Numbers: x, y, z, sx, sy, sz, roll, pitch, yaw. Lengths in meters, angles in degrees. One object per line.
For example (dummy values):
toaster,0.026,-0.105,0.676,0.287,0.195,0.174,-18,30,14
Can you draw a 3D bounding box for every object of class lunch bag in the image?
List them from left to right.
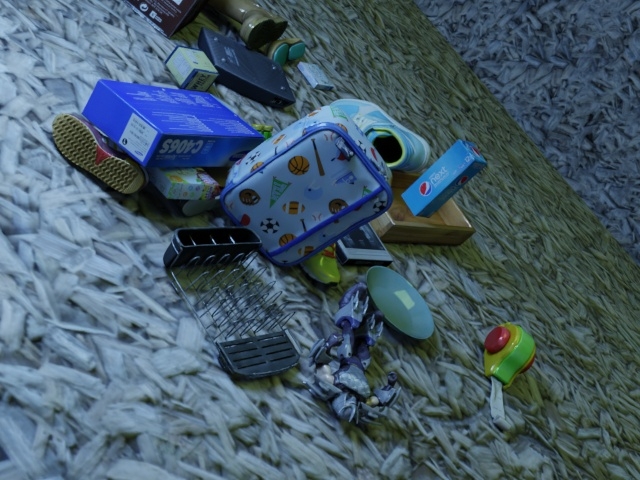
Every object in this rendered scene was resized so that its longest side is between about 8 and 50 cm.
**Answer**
lunch bag,-0.016,-0.095,1.529,0.243,0.303,0.115,50,23,-25

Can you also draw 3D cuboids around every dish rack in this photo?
dish rack,-0.134,0.102,1.370,0.208,0.074,0.271,-4,55,-54

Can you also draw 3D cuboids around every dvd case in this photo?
dvd case,0.052,-0.042,1.857,0.179,0.029,0.238,4,49,-52

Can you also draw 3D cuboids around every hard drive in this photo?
hard drive,-0.187,-0.423,2.020,0.255,0.054,0.172,18,39,-41

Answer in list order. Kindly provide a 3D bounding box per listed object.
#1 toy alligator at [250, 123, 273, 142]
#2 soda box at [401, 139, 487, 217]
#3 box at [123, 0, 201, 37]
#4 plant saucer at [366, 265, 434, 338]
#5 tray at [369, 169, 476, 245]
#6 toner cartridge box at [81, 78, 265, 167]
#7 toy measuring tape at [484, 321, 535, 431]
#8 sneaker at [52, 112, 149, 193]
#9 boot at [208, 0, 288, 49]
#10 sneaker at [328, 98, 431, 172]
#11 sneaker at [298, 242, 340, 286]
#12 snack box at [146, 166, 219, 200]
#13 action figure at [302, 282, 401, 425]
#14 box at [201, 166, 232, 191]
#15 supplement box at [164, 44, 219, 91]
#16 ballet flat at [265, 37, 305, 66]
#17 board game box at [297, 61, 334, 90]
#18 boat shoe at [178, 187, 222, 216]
toy alligator,-0.157,-0.232,1.811,0.051,0.056,0.190,12,11,29
soda box,0.301,-0.148,1.983,0.067,0.210,0.071,5,48,-50
box,-0.351,-0.621,1.947,0.168,0.167,0.203,39,28,-10
plant saucer,0.161,0.141,1.749,0.195,0.037,0.195,33,30,-22
tray,0.229,-0.088,2.110,0.411,0.076,0.202,2,50,-51
toner cartridge box,-0.259,-0.211,1.506,0.165,0.075,0.348,41,20,17
toy measuring tape,0.434,0.285,1.839,0.121,0.121,0.330,38,29,-13
sneaker,-0.379,-0.150,1.402,0.185,0.069,0.084,42,10,-5
boot,-0.242,-0.609,2.125,0.270,0.089,0.236,34,21,6
sneaker,0.119,-0.282,2.086,0.319,0.127,0.208,30,16,21
sneaker,0.000,0.000,1.663,0.081,0.094,0.208,17,40,-44
snack box,-0.263,-0.121,1.474,0.100,0.037,0.141,-2,31,-41
action figure,0.059,0.213,1.458,0.185,0.099,0.285,43,31,-23
box,-0.218,-0.176,1.685,0.164,0.021,0.201,6,46,-50
supplement box,-0.290,-0.388,1.834,0.083,0.056,0.083,-7,57,-56
ballet flat,-0.115,-0.523,2.254,0.073,0.080,0.232,20,22,13
board game box,-0.014,-0.477,2.359,0.090,0.020,0.090,-6,57,-56
boat shoe,-0.225,-0.079,1.518,0.043,0.049,0.137,47,25,10
